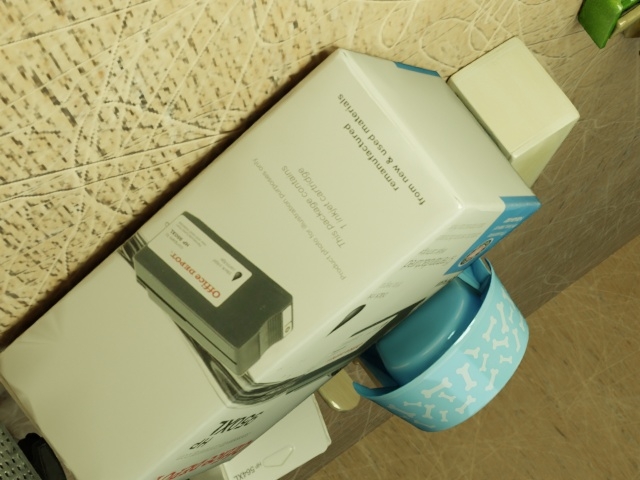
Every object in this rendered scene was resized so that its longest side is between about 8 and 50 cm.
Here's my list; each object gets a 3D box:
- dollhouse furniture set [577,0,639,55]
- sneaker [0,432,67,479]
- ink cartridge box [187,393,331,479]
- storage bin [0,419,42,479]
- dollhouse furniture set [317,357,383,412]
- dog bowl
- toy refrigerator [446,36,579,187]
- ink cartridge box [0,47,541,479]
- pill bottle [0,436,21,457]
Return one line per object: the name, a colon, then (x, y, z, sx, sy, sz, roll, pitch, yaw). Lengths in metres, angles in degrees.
dollhouse furniture set: (0.372, -0.173, 1.774, 0.151, 0.197, 0.301, -36, 168, -11)
sneaker: (-0.350, 0.243, 1.548, 0.276, 0.135, 0.097, -14, 180, 0)
ink cartridge box: (-0.113, 0.211, 1.836, 0.148, 0.086, 0.203, -27, -169, -41)
storage bin: (-0.294, 0.222, 1.409, 0.084, 0.180, 0.122, -25, 163, -47)
dollhouse furniture set: (0.008, 0.189, 2.181, 0.303, 0.174, 0.355, -27, 164, -38)
dog bowl: (0.103, 0.078, 1.608, 0.166, 0.074, 0.297, -44, -161, 6)
toy refrigerator: (0.157, -0.085, 1.729, 0.094, 0.102, 0.269, -32, 168, -20)
ink cartridge box: (-0.037, 0.034, 1.458, 0.395, 0.166, 0.285, -40, 169, 16)
pill bottle: (-0.356, 0.304, 1.670, 0.229, 0.131, 0.131, -33, 168, -16)
